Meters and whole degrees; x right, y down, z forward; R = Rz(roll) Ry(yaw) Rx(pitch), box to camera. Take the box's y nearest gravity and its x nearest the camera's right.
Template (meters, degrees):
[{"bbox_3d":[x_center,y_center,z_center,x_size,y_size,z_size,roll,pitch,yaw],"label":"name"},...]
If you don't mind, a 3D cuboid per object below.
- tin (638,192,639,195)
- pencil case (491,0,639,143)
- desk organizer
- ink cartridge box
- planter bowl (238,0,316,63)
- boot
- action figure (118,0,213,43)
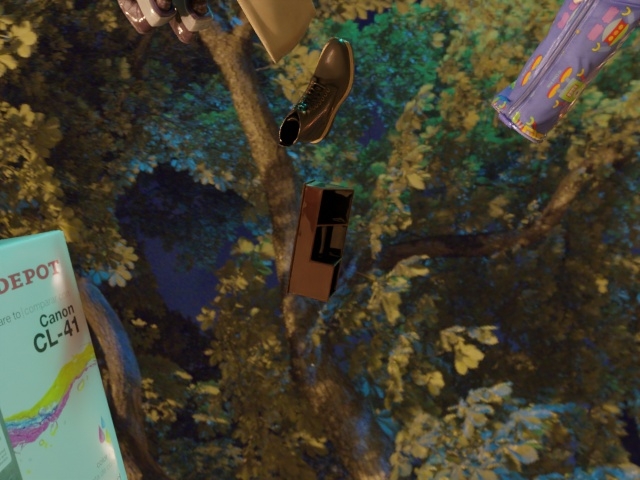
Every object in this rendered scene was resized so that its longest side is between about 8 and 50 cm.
[{"bbox_3d":[0.414,-0.063,0.583,0.040,0.189,0.106,71,-161,1],"label":"tin"},{"bbox_3d":[0.413,-0.311,1.006,0.133,0.119,0.306,-6,-42,-42],"label":"pencil case"},{"bbox_3d":[0.000,0.000,0.686,0.047,0.050,0.130,-39,-40,-72],"label":"desk organizer"},{"bbox_3d":[-0.296,0.164,0.506,0.226,0.131,0.306,-38,-61,-72],"label":"ink cartridge box"},{"bbox_3d":[-0.075,-0.405,1.039,0.109,0.162,0.162,-30,-52,3],"label":"planter bowl"},{"bbox_3d":[-0.007,-0.259,1.071,0.137,0.076,0.198,-34,-37,-60],"label":"boot"},{"bbox_3d":[-0.145,-0.344,0.752,0.185,0.285,0.099,-25,-83,-43],"label":"action figure"}]
